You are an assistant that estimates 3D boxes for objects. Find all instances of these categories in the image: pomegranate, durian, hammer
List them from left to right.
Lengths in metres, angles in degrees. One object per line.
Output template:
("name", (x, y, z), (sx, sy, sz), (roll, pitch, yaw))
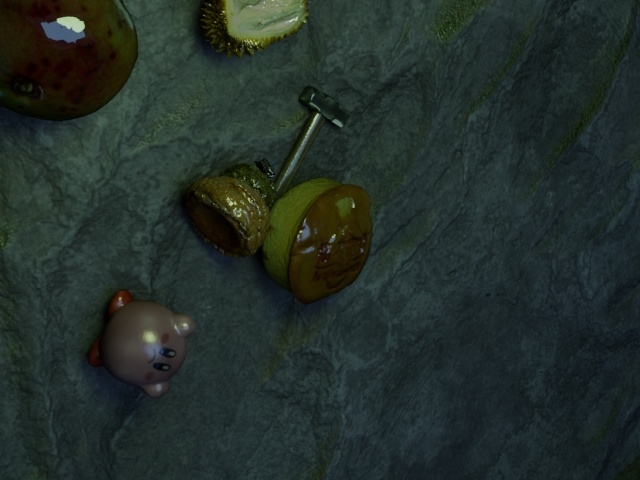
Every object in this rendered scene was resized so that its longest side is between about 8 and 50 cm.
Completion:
("pomegranate", (-0.450, -0.352, 1.461), (0.291, 0.323, 0.290), (-15, 144, -11))
("durian", (-0.128, -0.444, 1.692), (0.250, 0.138, 0.183), (-36, 92, -29))
("hammer", (-0.066, -0.139, 1.895), (0.111, 0.043, 0.365), (28, 91, -38))

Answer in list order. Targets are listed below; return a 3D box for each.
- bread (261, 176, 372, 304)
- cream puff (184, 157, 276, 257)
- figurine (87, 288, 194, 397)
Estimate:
("bread", (0.000, 0.000, 1.888), (0.270, 0.148, 0.269), (-28, 129, -41))
("cream puff", (-0.154, -0.080, 1.778), (0.169, 0.183, 0.183), (-49, 127, -30))
("figurine", (-0.338, 0.199, 1.740), (0.173, 0.173, 0.173), (-12, 112, -31))
